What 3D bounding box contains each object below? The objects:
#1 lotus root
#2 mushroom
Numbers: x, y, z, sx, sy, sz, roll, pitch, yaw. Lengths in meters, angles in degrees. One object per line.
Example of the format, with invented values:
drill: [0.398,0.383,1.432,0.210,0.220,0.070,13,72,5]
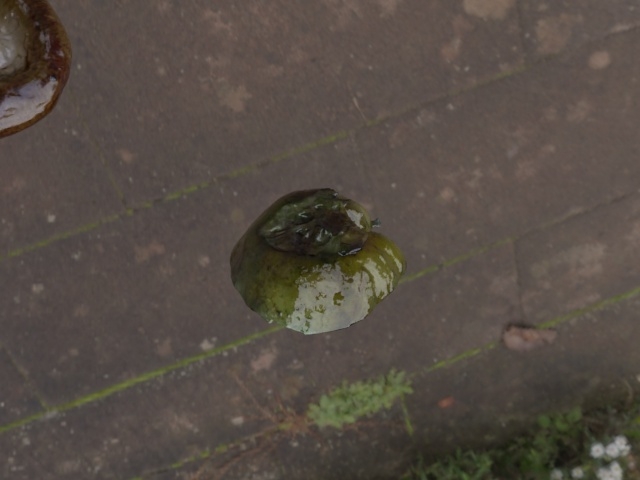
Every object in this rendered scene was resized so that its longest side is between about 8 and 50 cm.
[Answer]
lotus root: [-0.002,0.002,0.992,0.183,0.203,0.078,22,135,19]
mushroom: [-0.289,-0.139,0.558,0.227,0.148,0.217,-22,163,-5]
